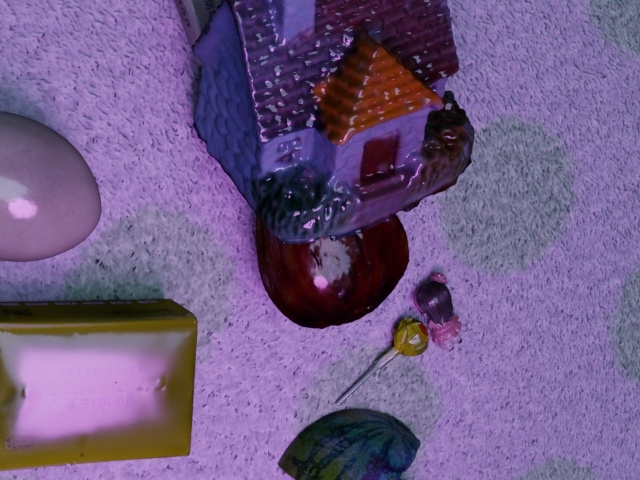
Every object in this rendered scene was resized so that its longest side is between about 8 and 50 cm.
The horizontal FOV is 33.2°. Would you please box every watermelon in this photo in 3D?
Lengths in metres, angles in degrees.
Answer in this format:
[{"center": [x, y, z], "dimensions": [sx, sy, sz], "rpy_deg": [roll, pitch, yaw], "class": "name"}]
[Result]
[{"center": [0.067, 0.344, 1.689], "dimensions": [0.231, 0.146, 0.128], "rpy_deg": [-28, 109, -17], "class": "watermelon"}]

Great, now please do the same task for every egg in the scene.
[{"center": [-0.401, -0.068, 1.373], "dimensions": [0.253, 0.186, 0.187], "rpy_deg": [18, 91, -25], "class": "egg"}]

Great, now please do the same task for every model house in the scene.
[{"center": [0.043, -0.238, 1.417], "dimensions": [0.360, 0.297, 0.339], "rpy_deg": [-22, 145, -22], "class": "model house"}]

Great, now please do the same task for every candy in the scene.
[{"center": [0.097, 0.201, 1.739], "dimensions": [0.194, 0.062, 0.058], "rpy_deg": [-41, 158, -4], "class": "candy"}]

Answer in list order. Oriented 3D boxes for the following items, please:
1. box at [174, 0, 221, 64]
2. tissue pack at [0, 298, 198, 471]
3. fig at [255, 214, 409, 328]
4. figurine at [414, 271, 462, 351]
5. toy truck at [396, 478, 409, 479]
[{"center": [-0.081, -0.369, 1.536], "dimensions": [0.259, 0.071, 0.168], "rpy_deg": [-25, 109, -18], "class": "box"}, {"center": [-0.322, 0.189, 1.466], "dimensions": [0.274, 0.167, 0.200], "rpy_deg": [1, 99, -25], "class": "tissue pack"}, {"center": [0.008, 0.009, 1.572], "dimensions": [0.224, 0.224, 0.263], "rpy_deg": [-33, 114, -17], "class": "fig"}, {"center": [0.201, 0.119, 1.765], "dimensions": [0.072, 0.054, 0.129], "rpy_deg": [-36, 114, -20], "class": "figurine"}, {"center": [0.133, 0.487, 1.757], "dimensions": [0.126, 0.113, 0.208], "rpy_deg": [-17, 115, -28], "class": "toy truck"}]
